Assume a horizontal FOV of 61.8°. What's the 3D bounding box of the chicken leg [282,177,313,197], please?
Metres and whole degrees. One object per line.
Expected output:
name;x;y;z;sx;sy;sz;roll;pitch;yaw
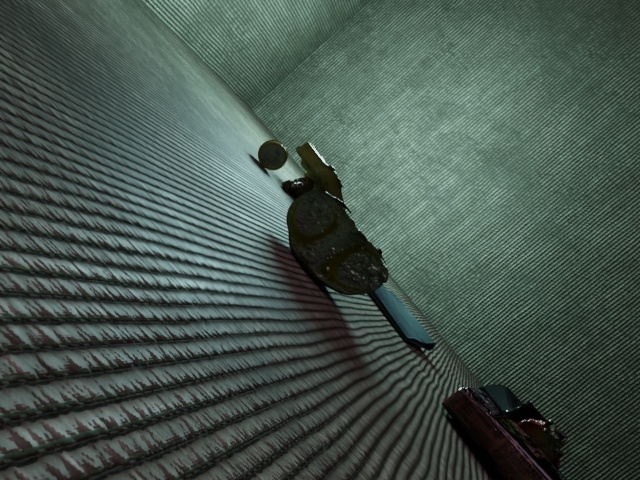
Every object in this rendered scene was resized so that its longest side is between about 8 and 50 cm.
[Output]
chicken leg;-0.088;-0.198;1.975;0.198;0.085;0.069;-9;82;-67

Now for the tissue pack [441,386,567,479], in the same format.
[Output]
tissue pack;0.452;0.510;1.301;0.332;0.123;0.245;50;11;33

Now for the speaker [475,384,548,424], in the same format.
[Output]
speaker;0.596;0.545;1.646;0.180;0.184;0.388;50;12;7

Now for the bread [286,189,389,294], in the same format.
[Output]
bread;0.032;0.025;1.195;0.261;0.158;0.156;52;-3;32

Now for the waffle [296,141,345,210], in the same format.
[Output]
waffle;0.017;-0.188;2.122;0.348;0.077;0.304;76;-13;-45

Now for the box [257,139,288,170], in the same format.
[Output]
box;-0.167;-0.298;1.868;0.105;0.105;0.037;47;12;-17

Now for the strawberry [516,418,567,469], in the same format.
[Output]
strawberry;0.571;0.548;1.414;0.140;0.192;0.085;14;11;39

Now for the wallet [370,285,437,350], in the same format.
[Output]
wallet;0.274;0.260;1.830;0.251;0.054;0.290;52;8;30
